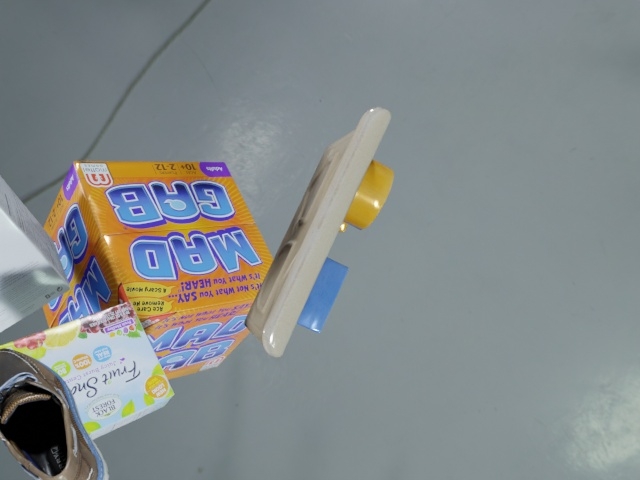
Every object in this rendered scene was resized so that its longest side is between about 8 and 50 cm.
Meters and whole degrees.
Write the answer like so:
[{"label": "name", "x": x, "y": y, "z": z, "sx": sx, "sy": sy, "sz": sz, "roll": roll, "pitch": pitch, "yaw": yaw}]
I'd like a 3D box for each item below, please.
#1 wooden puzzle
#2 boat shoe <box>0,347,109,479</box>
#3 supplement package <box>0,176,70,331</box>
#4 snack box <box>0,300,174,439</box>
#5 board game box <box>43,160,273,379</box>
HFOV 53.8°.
[{"label": "wooden puzzle", "x": 0.000, "y": 0.000, "z": 0.889, "sx": 0.080, "sy": 0.348, "sz": 0.322, "roll": 26, "pitch": 84, "yaw": -7}, {"label": "boat shoe", "x": -0.243, "y": 0.145, "z": 0.538, "sx": 0.183, "sy": 0.066, "sz": 0.066, "roll": 35, "pitch": 60, "yaw": 29}, {"label": "supplement package", "x": -0.609, "y": 0.002, "z": 1.093, "sx": 0.199, "sy": 0.198, "sz": 0.263, "roll": -33, "pitch": 133, "yaw": -11}, {"label": "snack box", "x": -0.357, "y": 0.210, "z": 0.964, "sx": 0.207, "sy": 0.070, "sz": 0.174, "roll": -19, "pitch": 72, "yaw": -35}, {"label": "board game box", "x": -0.361, "y": 0.077, "z": 1.362, "sx": 0.356, "sy": 0.356, "sz": 0.356, "roll": -47, "pitch": 62, "yaw": 39}]
